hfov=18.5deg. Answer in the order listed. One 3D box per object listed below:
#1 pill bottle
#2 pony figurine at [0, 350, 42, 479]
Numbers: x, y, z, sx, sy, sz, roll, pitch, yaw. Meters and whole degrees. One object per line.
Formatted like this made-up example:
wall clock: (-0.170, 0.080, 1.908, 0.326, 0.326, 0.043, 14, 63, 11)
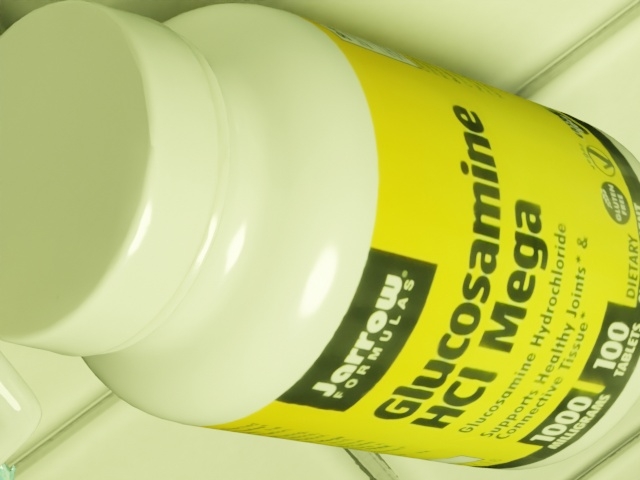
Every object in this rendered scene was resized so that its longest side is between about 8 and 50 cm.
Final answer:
pill bottle: (0.000, 0.000, 0.902, 0.334, 0.188, 0.188, 13, 121, -45)
pony figurine: (-0.234, 0.184, 0.862, 0.351, 0.303, 0.363, -26, 120, 9)
